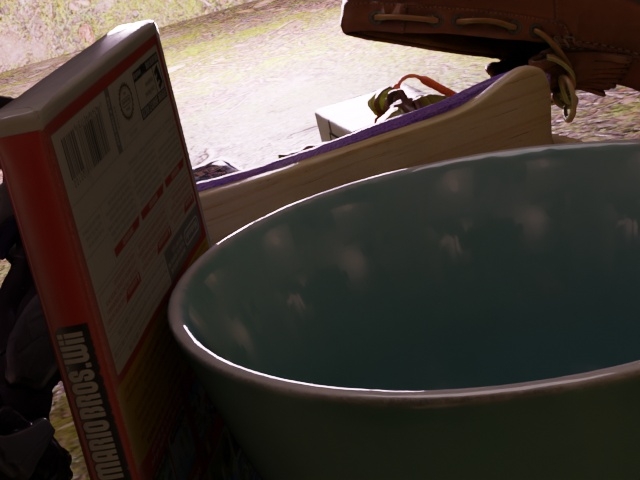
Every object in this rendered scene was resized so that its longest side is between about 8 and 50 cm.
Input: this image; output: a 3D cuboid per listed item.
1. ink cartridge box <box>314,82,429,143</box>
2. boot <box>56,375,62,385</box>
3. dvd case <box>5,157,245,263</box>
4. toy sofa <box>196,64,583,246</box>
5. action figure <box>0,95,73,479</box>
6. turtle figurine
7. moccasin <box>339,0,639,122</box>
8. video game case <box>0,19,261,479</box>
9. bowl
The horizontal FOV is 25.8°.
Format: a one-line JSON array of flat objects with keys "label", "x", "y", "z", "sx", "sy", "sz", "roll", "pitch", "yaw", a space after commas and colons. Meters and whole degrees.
[{"label": "ink cartridge box", "x": 0.068, "y": -0.112, "z": 1.465, "sx": 0.109, "sy": 0.063, "sz": 0.150, "roll": -18, "pitch": 17, "yaw": -10}, {"label": "boot", "x": -0.109, "y": 0.055, "z": 1.077, "sx": 0.198, "sy": 0.077, "sz": 0.137, "roll": -22, "pitch": 18, "yaw": 21}, {"label": "dvd case", "x": -0.159, "y": -0.007, "z": 1.326, "sx": 0.253, "sy": 0.022, "sz": 0.180, "roll": -22, "pitch": 30, "yaw": -24}, {"label": "toy sofa", "x": 0.000, "y": 0.000, "z": 0.965, "sx": 0.362, "sy": 0.177, "sz": 0.150, "roll": -21, "pitch": 18, "yaw": -19}, {"label": "action figure", "x": -0.166, "y": 0.065, "z": 0.775, "sx": 0.099, "sy": 0.285, "sz": 0.185, "roll": 14, "pitch": -4, "yaw": -26}, {"label": "turtle figurine", "x": 0.085, "y": -0.086, "z": 1.276, "sx": 0.217, "sy": 0.087, "sz": 0.269, "roll": -26, "pitch": 41, "yaw": -17}, {"label": "moccasin", "x": 0.202, "y": -0.185, "z": 1.329, "sx": 0.380, "sy": 0.147, "sz": 0.139, "roll": 16, "pitch": -8, "yaw": -21}, {"label": "video game case", "x": -0.076, "y": 0.053, "z": 0.661, "sx": 0.025, "sy": 0.285, "sz": 0.204, "roll": -10, "pitch": 17, "yaw": 10}, {"label": "bowl", "x": 0.097, "y": 0.073, "z": 0.656, "sx": 0.311, "sy": 0.163, "sz": 0.311, "roll": -10, "pitch": 19, "yaw": 4}]
